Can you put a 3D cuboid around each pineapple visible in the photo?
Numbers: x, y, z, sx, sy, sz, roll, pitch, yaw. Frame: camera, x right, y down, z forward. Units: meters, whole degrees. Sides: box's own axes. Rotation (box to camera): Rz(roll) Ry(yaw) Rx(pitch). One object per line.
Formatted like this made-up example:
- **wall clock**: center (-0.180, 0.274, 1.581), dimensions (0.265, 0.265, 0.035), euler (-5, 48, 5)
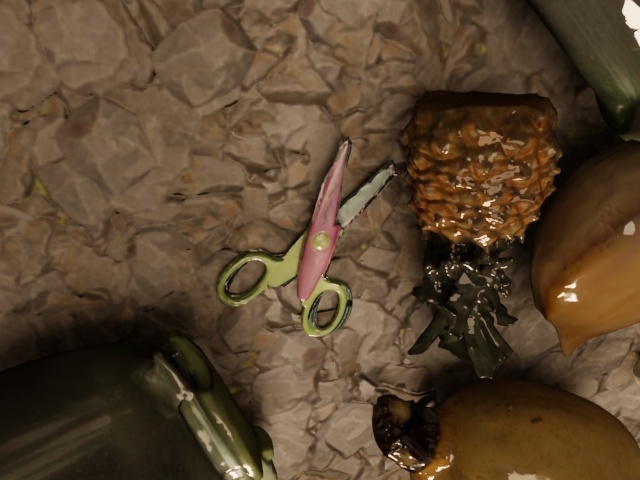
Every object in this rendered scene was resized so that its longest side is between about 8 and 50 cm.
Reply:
- **pineapple**: center (0.129, 0.000, 0.516), dimensions (0.128, 0.128, 0.247), euler (-6, 116, -10)

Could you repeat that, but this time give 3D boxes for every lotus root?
- **lotus root**: center (0.181, 0.223, 0.602), dimensions (0.310, 0.182, 0.182), euler (20, 108, -17)

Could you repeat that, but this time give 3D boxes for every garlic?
- **garlic**: center (0.346, -0.015, 0.509), dimensions (0.339, 0.151, 0.196), euler (-11, 112, 14)

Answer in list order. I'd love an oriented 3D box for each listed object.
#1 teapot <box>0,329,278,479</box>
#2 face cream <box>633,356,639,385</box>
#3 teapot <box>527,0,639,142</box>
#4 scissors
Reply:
- **teapot**: center (-0.149, 0.221, 0.498), dimensions (0.240, 0.239, 0.321), euler (-31, 112, -12)
- **face cream**: center (0.528, 0.212, 0.694), dimensions (0.349, 0.081, 0.174), euler (37, 141, -24)
- **teapot**: center (0.220, -0.243, 0.405), dimensions (0.337, 0.200, 0.270), euler (40, 74, -26)
- **scissors**: center (0.000, 0.000, 0.545), dimensions (0.134, 0.020, 0.187), euler (22, 109, -24)
